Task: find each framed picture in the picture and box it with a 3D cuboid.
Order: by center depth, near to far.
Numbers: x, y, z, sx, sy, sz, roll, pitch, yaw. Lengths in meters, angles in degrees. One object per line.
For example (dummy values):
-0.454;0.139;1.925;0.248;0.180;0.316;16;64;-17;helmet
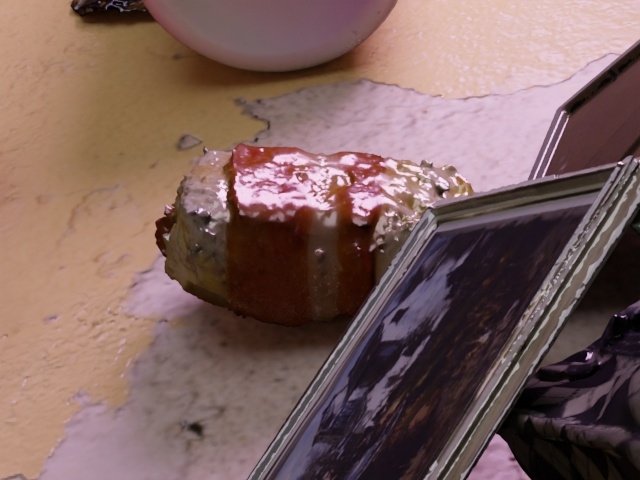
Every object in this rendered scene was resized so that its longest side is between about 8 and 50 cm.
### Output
0.036;0.078;0.860;0.296;0.019;0.232;-55;16;-19;framed picture
0.212;-0.090;1.024;0.289;0.020;0.211;-41;14;45;framed picture

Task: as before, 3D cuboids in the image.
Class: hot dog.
0.000;0.000;1.076;0.213;0.103;0.146;8;28;8;hot dog

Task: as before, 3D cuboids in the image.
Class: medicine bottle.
-0.035;-0.327;1.389;0.219;0.219;0.388;-7;39;8;medicine bottle

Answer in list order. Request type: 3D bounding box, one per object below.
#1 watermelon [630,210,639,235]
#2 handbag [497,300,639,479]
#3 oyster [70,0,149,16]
0.291;-0.035;1.037;0.231;0.128;0.146;7;9;-7;watermelon
0.276;-0.010;0.790;0.416;0.180;0.317;-46;3;-7;handbag
-0.154;-0.254;1.474;0.105;0.056;0.177;5;46;34;oyster
